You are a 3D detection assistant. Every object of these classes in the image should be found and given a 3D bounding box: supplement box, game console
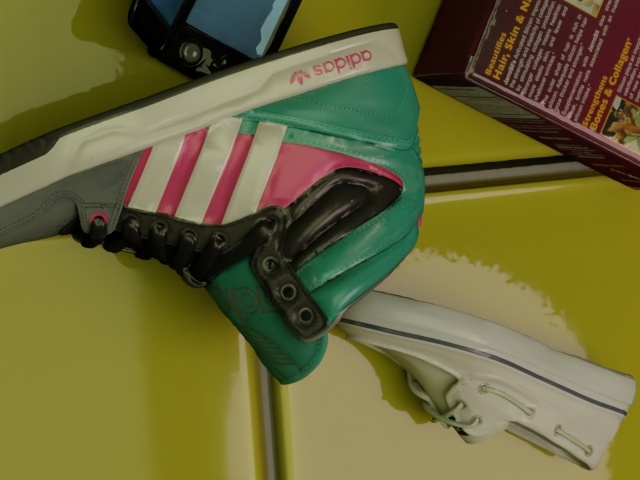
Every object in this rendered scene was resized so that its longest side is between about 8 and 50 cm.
[{"bbox_3d":[0.168,-0.112,1.073,0.188,0.081,0.104,24,85,-22],"label":"supplement box"},{"bbox_3d":[-0.051,-0.155,0.988,0.107,0.071,0.122,27,84,-21],"label":"game console"}]

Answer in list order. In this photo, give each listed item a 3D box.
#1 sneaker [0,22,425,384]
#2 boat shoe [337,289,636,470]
[{"bbox_3d":[-0.067,0.004,0.957,0.295,0.124,0.178,-20,94,-8],"label":"sneaker"},{"bbox_3d":[0.102,0.091,1.060,0.226,0.083,0.076,20,85,-23],"label":"boat shoe"}]
